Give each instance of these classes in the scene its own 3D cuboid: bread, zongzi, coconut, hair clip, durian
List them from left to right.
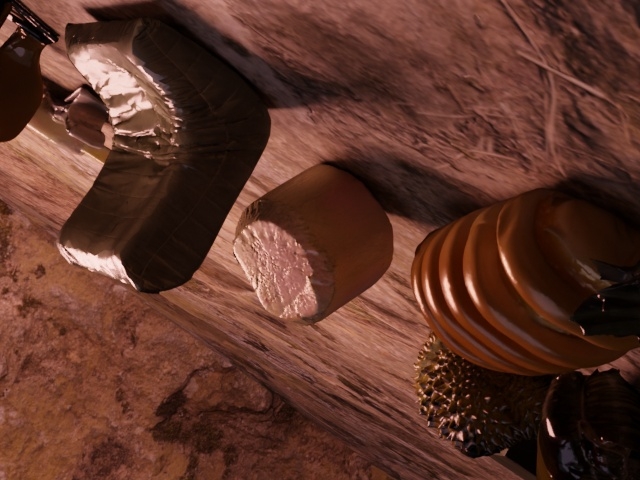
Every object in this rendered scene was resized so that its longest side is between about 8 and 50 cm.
[{"bbox_3d":[-0.320,-0.150,1.654,0.159,0.071,0.218,35,172,-28],"label":"hair clip"},{"bbox_3d":[0.000,0.000,1.301,0.147,0.153,0.147,23,129,31],"label":"coconut"},{"bbox_3d":[0.217,0.216,1.642,0.237,0.137,0.193,31,168,-5],"label":"durian"},{"bbox_3d":[0.177,0.044,1.097,0.173,0.121,0.311,33,167,-5],"label":"bread"},{"bbox_3d":[0.403,0.248,1.432,0.318,0.154,0.289,2,153,9],"label":"zongzi"}]

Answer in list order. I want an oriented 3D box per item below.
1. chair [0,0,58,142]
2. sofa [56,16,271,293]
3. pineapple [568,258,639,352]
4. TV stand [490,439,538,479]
[{"bbox_3d":[-0.398,-0.204,1.393,0.247,0.158,0.172,38,169,-24],"label":"chair"},{"bbox_3d":[-0.188,-0.081,1.229,0.176,0.225,0.210,34,171,-30],"label":"sofa"},{"bbox_3d":[0.317,0.078,0.896,0.277,0.119,0.130,33,161,-5],"label":"pineapple"},{"bbox_3d":[0.378,0.347,1.889,0.269,0.088,0.083,34,166,-14],"label":"TV stand"}]
